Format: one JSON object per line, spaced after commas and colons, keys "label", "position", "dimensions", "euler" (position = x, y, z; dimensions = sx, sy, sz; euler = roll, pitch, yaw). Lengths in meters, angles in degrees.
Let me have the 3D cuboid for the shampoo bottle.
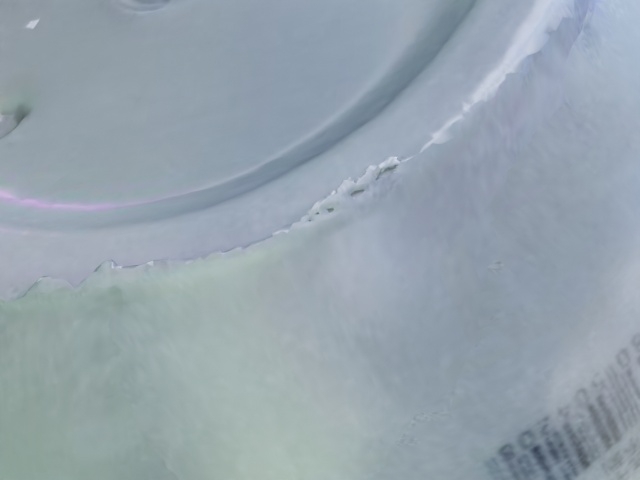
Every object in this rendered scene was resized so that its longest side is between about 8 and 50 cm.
{"label": "shampoo bottle", "position": [0.000, 0.000, 0.504], "dimensions": [0.266, 0.273, 0.273], "euler": [65, 4, -49]}
